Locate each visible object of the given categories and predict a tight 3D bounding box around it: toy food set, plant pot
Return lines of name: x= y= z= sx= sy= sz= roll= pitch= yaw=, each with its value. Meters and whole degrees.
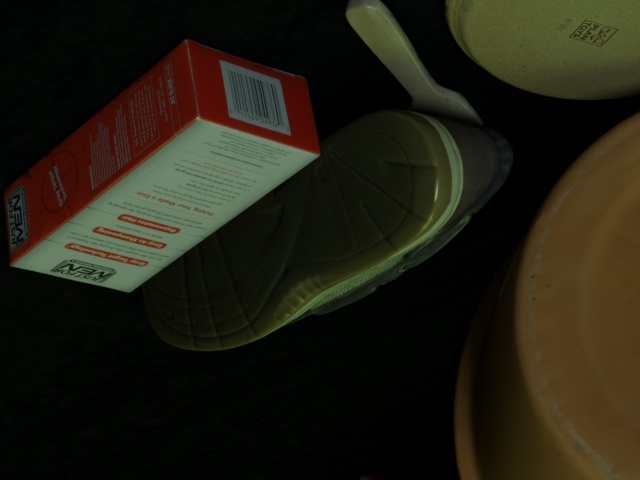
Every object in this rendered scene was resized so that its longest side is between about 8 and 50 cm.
toy food set: x=0.115 y=-0.100 z=0.805 sx=0.192 sy=0.039 sz=0.132 roll=-9 pitch=150 yaw=22
plant pot: x=0.192 y=0.063 z=0.845 sx=0.290 sy=0.291 sz=0.203 roll=-13 pitch=157 yaw=6

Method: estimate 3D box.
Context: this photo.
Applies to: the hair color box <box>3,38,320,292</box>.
hair color box: x=-0.073 y=-0.030 z=0.859 sx=0.072 sy=0.043 sz=0.141 roll=15 pitch=143 yaw=-40

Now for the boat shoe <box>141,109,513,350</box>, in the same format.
boat shoe: x=0.000 y=-0.001 z=0.891 sx=0.073 sy=0.080 sz=0.223 roll=-3 pitch=164 yaw=-40

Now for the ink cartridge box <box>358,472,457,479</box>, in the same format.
ink cartridge box: x=0.168 y=0.225 z=1.233 sx=0.197 sy=0.114 sz=0.273 roll=5 pitch=180 yaw=-28
